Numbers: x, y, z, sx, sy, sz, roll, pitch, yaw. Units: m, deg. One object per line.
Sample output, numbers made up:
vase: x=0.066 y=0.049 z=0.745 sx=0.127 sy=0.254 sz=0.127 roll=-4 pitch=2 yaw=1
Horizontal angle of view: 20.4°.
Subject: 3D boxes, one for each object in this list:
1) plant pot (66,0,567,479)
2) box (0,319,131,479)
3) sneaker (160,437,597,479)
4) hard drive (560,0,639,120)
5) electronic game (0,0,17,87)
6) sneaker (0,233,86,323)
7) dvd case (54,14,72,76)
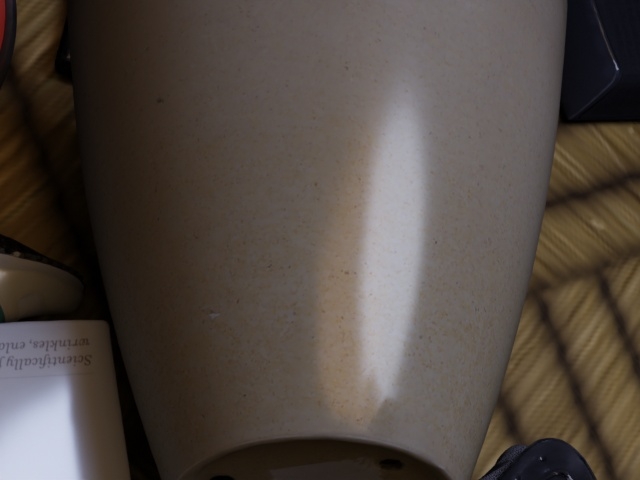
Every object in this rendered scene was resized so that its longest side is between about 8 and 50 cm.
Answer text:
plant pot: x=0.000 y=0.000 z=0.841 sx=0.257 sy=0.256 sz=0.274 roll=12 pitch=54 yaw=-18
box: x=-0.183 y=0.141 z=0.811 sx=0.181 sy=0.119 sz=0.181 roll=-1 pitch=69 yaw=-24
sneaker: x=0.051 y=0.156 z=0.923 sx=0.269 sy=0.101 sz=0.153 roll=32 pitch=52 yaw=-5
hard drive: x=0.207 y=-0.202 z=1.161 sx=0.172 sy=0.054 sz=0.254 roll=-2 pitch=70 yaw=-24
electronic game: x=-0.271 y=-0.130 z=0.923 sx=0.229 sy=0.048 sz=0.229 roll=11 pitch=61 yaw=-20
sneaker: x=-0.192 y=0.030 z=0.885 sx=0.161 sy=0.057 sz=0.075 roll=16 pitch=95 yaw=-48
dvd case: x=-0.018 y=-0.140 z=1.057 sx=0.253 sy=0.022 sz=0.180 roll=18 pitch=64 yaw=-16
